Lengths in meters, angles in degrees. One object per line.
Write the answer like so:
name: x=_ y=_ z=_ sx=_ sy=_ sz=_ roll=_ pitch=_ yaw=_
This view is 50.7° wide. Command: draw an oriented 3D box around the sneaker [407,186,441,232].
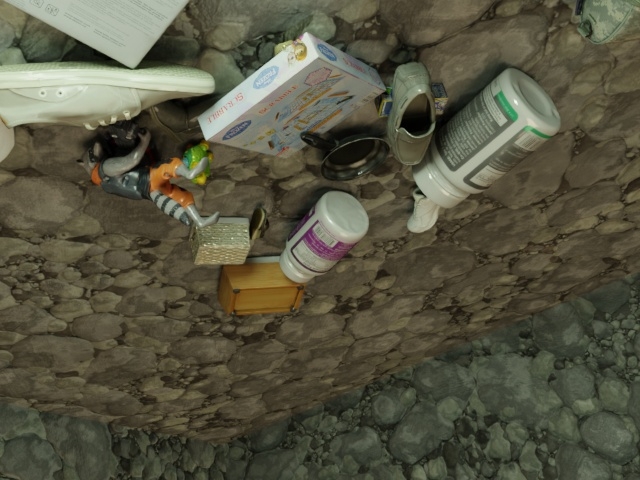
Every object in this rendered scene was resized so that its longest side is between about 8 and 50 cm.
sneaker: x=0.315 y=-0.118 z=2.050 sx=0.115 sy=0.090 sz=0.232 roll=13 pitch=131 yaw=-26

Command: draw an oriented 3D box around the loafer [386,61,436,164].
loafer: x=0.219 y=-0.279 z=1.613 sx=0.112 sy=0.111 sz=0.319 roll=-13 pitch=147 yaw=0

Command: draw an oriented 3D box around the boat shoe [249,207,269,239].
boat shoe: x=-0.176 y=-0.051 z=1.995 sx=0.049 sy=0.056 sz=0.152 roll=-5 pitch=157 yaw=-21

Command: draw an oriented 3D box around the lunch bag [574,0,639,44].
lunch bag: x=0.723 y=-0.531 z=1.410 sx=0.305 sy=0.213 sz=0.256 roll=-6 pitch=147 yaw=-10

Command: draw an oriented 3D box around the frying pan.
frying pan: x=0.036 y=-0.221 z=1.762 sx=0.326 sy=0.053 sz=0.197 roll=0 pitch=150 yaw=-35

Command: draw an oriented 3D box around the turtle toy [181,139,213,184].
turtle toy: x=-0.312 y=-0.189 z=1.696 sx=0.066 sy=0.095 sz=0.130 roll=7 pitch=149 yaw=9

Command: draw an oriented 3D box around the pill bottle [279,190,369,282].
pill bottle: x=0.000 y=0.000 z=2.024 sx=0.169 sy=0.169 sz=0.301 roll=9 pitch=142 yaw=-32

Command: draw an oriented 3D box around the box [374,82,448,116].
box: x=0.223 y=-0.346 z=1.668 sx=0.168 sy=0.054 sz=0.059 roll=-5 pitch=147 yaw=-12

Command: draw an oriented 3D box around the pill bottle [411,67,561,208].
pill bottle: x=0.416 y=-0.252 z=1.747 sx=0.204 sy=0.204 sz=0.361 roll=13 pitch=140 yaw=-36

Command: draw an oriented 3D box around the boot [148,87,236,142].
boot: x=-0.267 y=-0.303 z=1.538 sx=0.208 sy=0.076 sz=0.189 roll=-12 pitch=163 yaw=11

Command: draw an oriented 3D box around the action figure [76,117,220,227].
action figure: x=-0.415 y=-0.165 z=1.552 sx=0.330 sy=0.179 sz=0.341 roll=16 pitch=155 yaw=15

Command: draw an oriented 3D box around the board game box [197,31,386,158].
board game box: x=-0.057 y=-0.309 z=1.521 sx=0.318 sy=0.066 sz=0.318 roll=-31 pitch=164 yaw=26

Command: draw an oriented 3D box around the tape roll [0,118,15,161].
tape roll: x=-0.782 y=-0.260 z=1.392 sx=0.286 sy=0.100 sz=0.286 roll=-9 pitch=148 yaw=-6

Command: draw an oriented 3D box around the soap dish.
soap dish: x=-0.188 y=0.155 z=2.248 sx=0.290 sy=0.118 sz=0.229 roll=-2 pitch=147 yaw=-16

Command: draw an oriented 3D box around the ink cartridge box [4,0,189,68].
ink cartridge box: x=-0.386 y=-0.477 z=1.145 sx=0.324 sy=0.071 sz=0.330 roll=25 pitch=140 yaw=-32

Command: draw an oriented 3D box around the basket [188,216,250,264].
basket: x=-0.293 y=0.003 z=1.983 sx=0.167 sy=0.103 sz=0.113 roll=-1 pitch=147 yaw=-21

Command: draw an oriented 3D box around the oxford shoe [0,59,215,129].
oxford shoe: x=-0.440 y=-0.294 z=1.373 sx=0.449 sy=0.169 sz=0.130 roll=-6 pitch=112 yaw=-12

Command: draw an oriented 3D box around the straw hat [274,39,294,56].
straw hat: x=-0.069 y=-0.399 z=1.463 sx=0.144 sy=0.061 sz=0.144 roll=-26 pitch=171 yaw=-4
